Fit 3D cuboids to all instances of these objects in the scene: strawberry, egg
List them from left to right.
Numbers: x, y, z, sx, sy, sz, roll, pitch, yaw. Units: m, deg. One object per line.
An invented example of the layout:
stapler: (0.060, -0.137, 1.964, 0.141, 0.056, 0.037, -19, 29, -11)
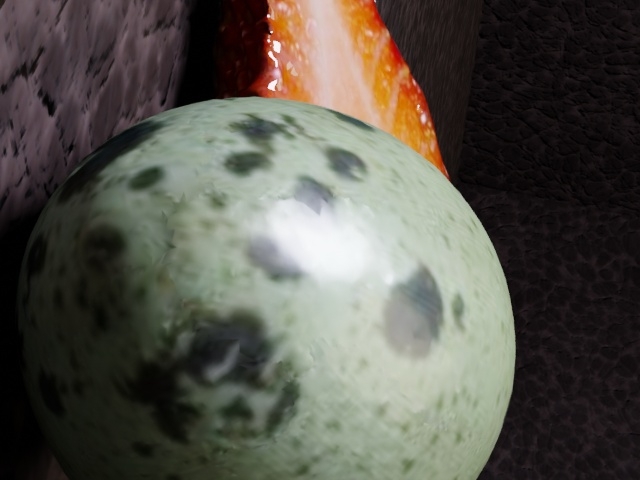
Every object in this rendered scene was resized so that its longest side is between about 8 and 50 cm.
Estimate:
egg: (-0.023, 0.034, 0.545, 0.228, 0.177, 0.177, 36, 65, -64)
strawberry: (-0.014, -0.034, 0.750, 0.175, 0.106, 0.236, 21, 62, -55)
